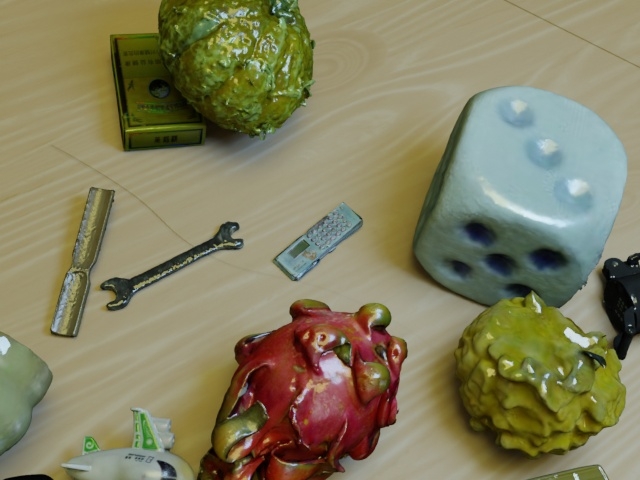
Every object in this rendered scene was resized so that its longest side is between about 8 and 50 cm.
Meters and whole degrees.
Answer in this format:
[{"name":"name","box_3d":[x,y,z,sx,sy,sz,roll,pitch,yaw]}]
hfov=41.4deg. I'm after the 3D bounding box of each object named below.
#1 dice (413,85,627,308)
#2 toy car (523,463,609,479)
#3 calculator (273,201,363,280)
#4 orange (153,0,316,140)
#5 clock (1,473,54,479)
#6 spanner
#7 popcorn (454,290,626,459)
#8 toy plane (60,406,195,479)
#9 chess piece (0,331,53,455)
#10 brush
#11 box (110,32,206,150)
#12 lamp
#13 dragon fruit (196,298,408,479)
[{"name":"dice","box_3d":[0.312,-0.065,1.359,0.263,0.264,0.268,22,59,2]},{"name":"toy car","box_3d":[0.278,0.381,1.167,0.257,0.124,0.101,-8,60,-17]},{"name":"calculator","box_3d":[0.000,0.000,1.404,0.057,0.018,0.172,42,62,16]},{"name":"orange","box_3d":[-0.136,-0.325,1.405,0.300,0.223,0.301,52,25,-11]},{"name":"clock","box_3d":[-0.340,0.473,0.922,0.120,0.276,0.379,11,52,-45]},{"name":"spanner","box_3d":[-0.229,0.037,1.337,0.255,0.015,0.054,-28,68,-24]},{"name":"popcorn","box_3d":[0.319,0.192,1.233,0.249,0.225,0.249,3,55,-5]},{"name":"toy plane","box_3d":[-0.253,0.310,1.124,0.174,0.080,0.174,0,71,0]},{"name":"chess piece","box_3d":[-0.516,0.309,0.998,0.234,0.234,0.442,18,58,0]},{"name":"brush","box_3d":[-0.363,0.033,1.305,0.043,0.036,0.248,8,65,-1]},{"name":"box","box_3d":[-0.286,-0.263,1.478,0.141,0.064,0.220,-5,62,-16]},{"name":"lamp","box_3d":[0.563,0.086,1.405,0.227,0.147,0.172,-12,49,-9]},{"name":"dragon fruit","box_3d":[-0.016,0.221,1.148,0.243,0.227,0.307,14,60,3]}]
